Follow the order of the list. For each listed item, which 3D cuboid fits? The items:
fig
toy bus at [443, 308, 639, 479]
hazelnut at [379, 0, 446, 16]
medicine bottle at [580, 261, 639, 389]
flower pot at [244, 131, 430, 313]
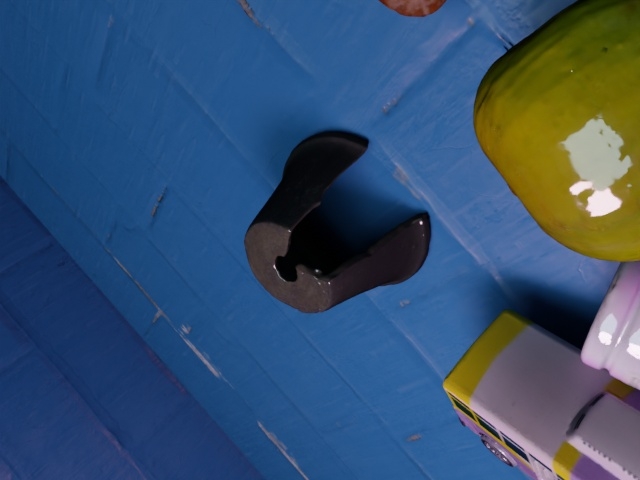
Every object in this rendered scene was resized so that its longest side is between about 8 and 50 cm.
[{"bbox_3d":[0.369,-0.149,0.670,0.343,0.343,0.343,25,135,27],"label":"fig"},{"bbox_3d":[0.441,0.323,0.949,0.440,0.209,0.249,34,163,43],"label":"toy bus"},{"bbox_3d":[0.130,-0.413,0.807,0.182,0.182,0.182,25,135,27],"label":"hazelnut"},{"bbox_3d":[0.566,0.148,0.809,0.326,0.212,0.212,23,134,28],"label":"medicine bottle"},{"bbox_3d":[0.000,0.000,1.200,0.380,0.251,0.379,25,137,26],"label":"flower pot"}]
